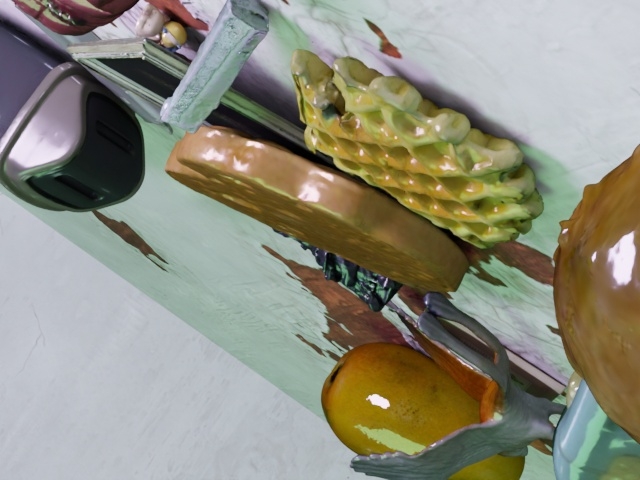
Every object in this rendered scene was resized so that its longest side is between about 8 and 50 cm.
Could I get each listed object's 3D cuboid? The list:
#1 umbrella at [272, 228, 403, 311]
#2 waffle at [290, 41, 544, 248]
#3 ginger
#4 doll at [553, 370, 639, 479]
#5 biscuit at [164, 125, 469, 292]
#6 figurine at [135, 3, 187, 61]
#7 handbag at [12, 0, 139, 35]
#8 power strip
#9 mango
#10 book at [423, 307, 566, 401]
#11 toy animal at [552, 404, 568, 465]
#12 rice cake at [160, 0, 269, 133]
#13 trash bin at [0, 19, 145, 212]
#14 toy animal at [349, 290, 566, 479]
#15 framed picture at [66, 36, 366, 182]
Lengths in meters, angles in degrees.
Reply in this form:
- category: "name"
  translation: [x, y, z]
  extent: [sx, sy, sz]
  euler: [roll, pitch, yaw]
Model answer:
- category: "umbrella"
  translation: [-0.001, 0.000, 1.769]
  extent: [0.224, 0.071, 0.080]
  euler: [37, 141, 12]
- category: "waffle"
  translation: [0.081, -0.076, 1.288]
  extent: [0.250, 0.056, 0.261]
  euler: [31, 166, 13]
- category: "ginger"
  translation: [0.246, 0.047, 0.851]
  extent: [0.223, 0.269, 0.200]
  euler: [8, 140, -3]
- category: "doll"
  translation: [0.266, 0.101, 1.071]
  extent: [0.177, 0.260, 0.161]
  euler: [17, 126, 8]
- category: "biscuit"
  translation: [-0.008, -0.040, 1.553]
  extent: [0.351, 0.057, 0.312]
  euler: [23, 172, 9]
- category: "figurine"
  translation: [-0.155, -0.202, 1.459]
  extent: [0.050, 0.047, 0.083]
  euler: [19, 169, 0]
- category: "handbag"
  translation: [-0.213, -0.268, 1.109]
  extent: [0.225, 0.146, 0.135]
  euler: [38, 162, -13]
- category: "power strip"
  translation: [-0.255, -0.206, 1.726]
  extent: [0.253, 0.027, 0.060]
  euler: [42, 165, -32]
- category: "mango"
  translation: [0.149, 0.260, 2.138]
  extent: [0.317, 0.173, 0.211]
  euler: [24, 166, 17]
- category: "book"
  translation: [0.215, 0.148, 1.881]
  extent: [0.199, 0.016, 0.138]
  euler: [33, 167, 6]
- category: "toy animal"
  translation: [0.342, 0.262, 1.571]
  extent: [0.216, 0.191, 0.338]
  euler: [29, 167, 24]
- category: "rice cake"
  translation: [-0.098, -0.154, 1.336]
  extent: [0.043, 0.034, 0.211]
  euler: [23, 149, -13]
- category: "trash bin"
  translation: [-0.363, -0.159, 1.833]
  extent: [0.290, 0.182, 0.209]
  euler: [35, 180, 24]
- category: "toy animal"
  translation: [0.210, 0.174, 1.759]
  extent: [0.302, 0.225, 0.284]
  euler: [21, 152, -9]
- category: "framed picture"
  translation: [-0.104, -0.130, 1.521]
  extent: [0.293, 0.018, 0.231]
  euler: [28, 172, -27]
